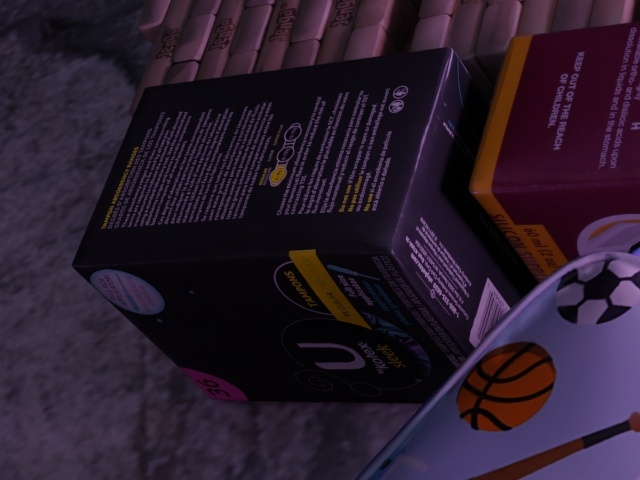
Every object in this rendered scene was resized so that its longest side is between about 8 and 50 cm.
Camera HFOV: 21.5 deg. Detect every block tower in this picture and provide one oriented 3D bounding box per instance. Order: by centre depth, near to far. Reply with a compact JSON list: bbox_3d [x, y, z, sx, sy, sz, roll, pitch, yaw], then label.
[{"bbox_3d":[0.067,-0.086,0.778,0.335,0.091,0.097,-6,53,32],"label":"block tower"}]

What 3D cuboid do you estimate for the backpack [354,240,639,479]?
[{"bbox_3d":[0.104,0.154,0.487,0.263,0.213,0.276,-51,46,4],"label":"backpack"}]

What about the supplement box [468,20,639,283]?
[{"bbox_3d":[0.168,-0.027,0.650,0.188,0.104,0.080,-3,55,33],"label":"supplement box"}]

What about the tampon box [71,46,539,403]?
[{"bbox_3d":[0.000,0.000,0.732,0.161,0.120,0.101,-4,54,33],"label":"tampon box"}]
